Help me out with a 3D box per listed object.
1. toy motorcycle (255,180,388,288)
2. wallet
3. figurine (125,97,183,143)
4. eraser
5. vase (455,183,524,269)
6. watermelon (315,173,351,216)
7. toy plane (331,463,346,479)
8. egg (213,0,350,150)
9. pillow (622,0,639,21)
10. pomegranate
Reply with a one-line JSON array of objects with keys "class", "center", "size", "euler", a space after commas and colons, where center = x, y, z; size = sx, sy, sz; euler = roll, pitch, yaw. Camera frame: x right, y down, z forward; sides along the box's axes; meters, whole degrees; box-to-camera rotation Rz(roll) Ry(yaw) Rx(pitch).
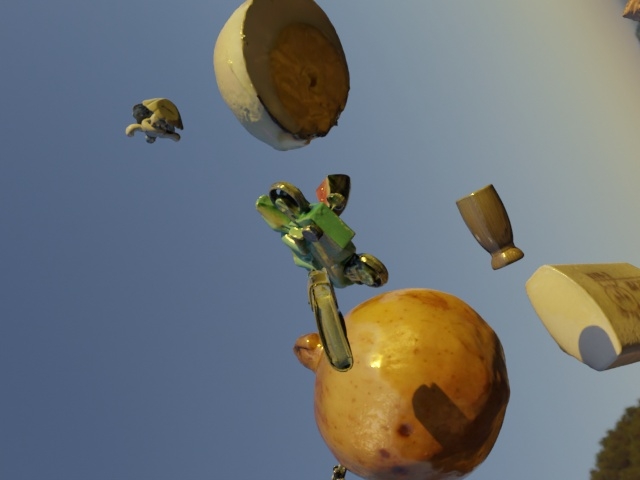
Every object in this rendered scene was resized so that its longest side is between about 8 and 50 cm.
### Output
[{"class": "toy motorcycle", "center": [-0.001, -0.001, 1.452], "size": [0.296, 0.198, 0.109], "euler": [44, -121, -9]}, {"class": "wallet", "center": [0.009, 0.102, 0.977], "size": [0.155, 0.039, 0.110], "euler": [-105, -3, -78]}, {"class": "figurine", "center": [-0.283, -0.202, 1.245], "size": [0.094, 0.086, 0.082], "euler": [34, -147, -26]}, {"class": "eraser", "center": [0.462, 0.113, 1.138], "size": [0.270, 0.095, 0.174], "euler": [2, -135, -43]}, {"class": "vase", "center": [0.214, -0.016, 0.901], "size": [0.101, 0.053, 0.053], "euler": [63, -153, 1]}, {"class": "watermelon", "center": [0.033, -0.123, 1.885], "size": [0.135, 0.094, 0.125], "euler": [-30, -58, -55]}, {"class": "toy plane", "center": [0.033, 0.444, 1.342], "size": [0.031, 0.083, 0.078], "euler": [29, -176, -3]}, {"class": "egg", "center": [-0.105, -0.338, 1.474], "size": [0.337, 0.201, 0.337], "euler": [20, -117, -47]}, {"class": "pillow", "center": [0.736, -0.549, 1.496], "size": [0.126, 0.233, 0.043], "euler": [23, -128, 9]}, {"class": "pomegranate", "center": [0.139, 0.260, 1.332], "size": [0.410, 0.410, 0.410], "euler": [41, -147, -34]}]
